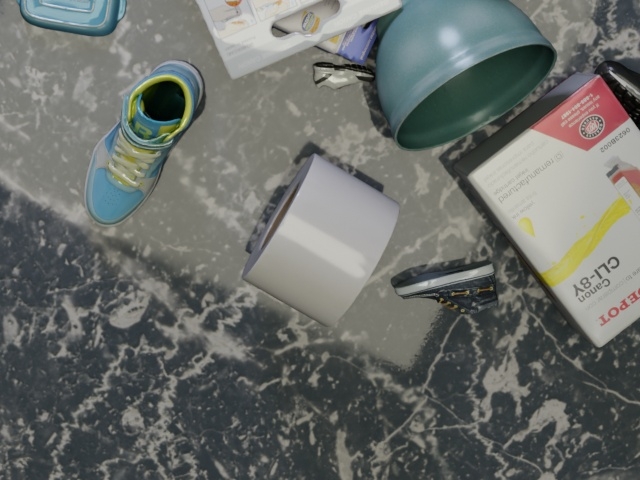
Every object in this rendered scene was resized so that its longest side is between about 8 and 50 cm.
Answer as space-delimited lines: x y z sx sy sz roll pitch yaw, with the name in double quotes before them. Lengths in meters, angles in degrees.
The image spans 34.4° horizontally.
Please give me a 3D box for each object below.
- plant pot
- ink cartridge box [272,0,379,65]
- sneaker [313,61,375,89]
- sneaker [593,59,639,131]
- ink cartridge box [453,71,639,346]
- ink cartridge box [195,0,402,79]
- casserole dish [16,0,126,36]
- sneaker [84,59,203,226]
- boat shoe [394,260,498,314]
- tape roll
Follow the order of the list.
"plant pot" 0.207 -0.307 1.686 0.293 0.293 0.196 -28 73 2
"ink cartridge box" -0.031 -0.441 1.739 0.311 0.065 0.186 25 98 -4
"sneaker" 0.040 -0.282 1.788 0.109 0.040 0.044 5 116 0
"sneaker" 0.604 -0.244 1.800 0.283 0.107 0.124 35 82 -12
"ink cartridge box" 0.460 -0.054 1.782 0.279 0.160 0.385 -38 100 4
"ink cartridge box" -0.077 -0.493 1.651 0.308 0.091 0.385 -22 98 9
"casserole dish" -0.424 -0.408 1.740 0.188 0.037 0.114 9 100 -5
"sneaker" -0.308 -0.154 1.704 0.127 0.208 0.319 28 98 -9
"boat shoe" 0.228 0.098 1.846 0.183 0.065 0.083 -12 99 -1
"tape roll" 0.000 0.000 1.728 0.169 0.246 0.246 30 97 -7
